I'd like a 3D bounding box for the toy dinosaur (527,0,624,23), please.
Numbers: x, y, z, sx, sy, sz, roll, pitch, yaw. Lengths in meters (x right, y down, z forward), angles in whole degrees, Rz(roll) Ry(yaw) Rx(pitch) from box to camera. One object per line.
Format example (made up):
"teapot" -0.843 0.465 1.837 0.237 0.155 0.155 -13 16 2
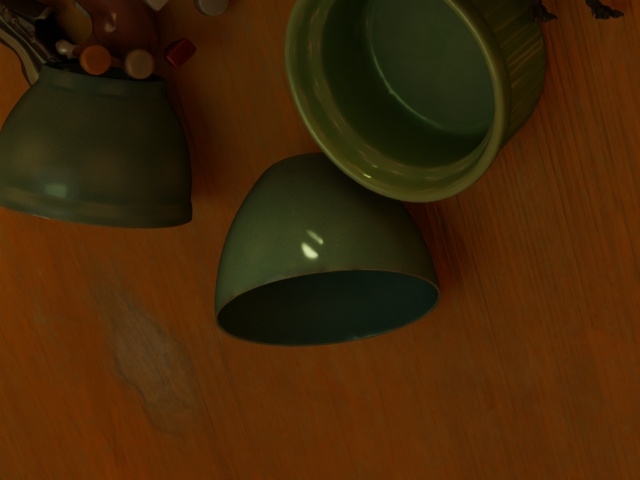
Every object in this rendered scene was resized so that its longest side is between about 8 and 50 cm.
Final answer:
"toy dinosaur" 0.279 -0.304 1.817 0.268 0.064 0.118 3 103 38

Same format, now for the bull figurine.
"bull figurine" -0.317 -0.386 2.225 0.188 0.101 0.310 1 114 43

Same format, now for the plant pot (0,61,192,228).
"plant pot" -0.312 -0.143 2.270 0.293 0.293 0.196 14 101 32

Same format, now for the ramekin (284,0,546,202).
"ramekin" 0.120 -0.211 1.940 0.303 0.148 0.303 20 128 29

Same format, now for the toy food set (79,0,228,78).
"toy food set" -0.213 -0.291 2.167 0.111 0.232 0.104 43 178 -14

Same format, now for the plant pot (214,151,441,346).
"plant pot" 0.000 0.000 2.114 0.290 0.290 0.195 -29 60 45

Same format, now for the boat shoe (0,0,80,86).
"boat shoe" -0.417 -0.319 2.365 0.095 0.095 0.257 -31 101 32
